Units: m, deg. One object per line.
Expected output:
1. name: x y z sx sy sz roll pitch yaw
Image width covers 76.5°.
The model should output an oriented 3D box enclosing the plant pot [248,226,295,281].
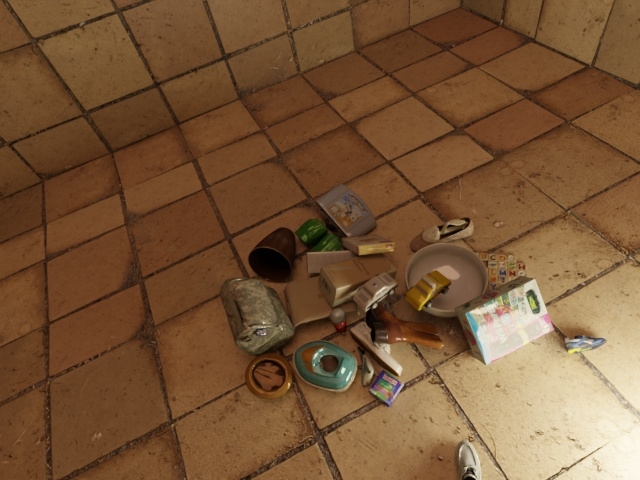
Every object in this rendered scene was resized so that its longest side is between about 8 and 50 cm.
1. plant pot: -0.209 0.044 1.978 0.215 0.215 0.230 4 39 15

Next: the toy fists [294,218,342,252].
1. toy fists: 0.000 0.000 2.021 0.142 0.096 0.279 -41 55 -4

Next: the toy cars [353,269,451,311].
1. toy cars: 0.324 0.187 1.623 0.393 0.087 0.176 -3 50 11

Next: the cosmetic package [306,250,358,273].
1. cosmetic package: 0.055 0.098 1.895 0.239 0.060 0.099 -2 89 -6

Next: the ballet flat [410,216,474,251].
1. ballet flat: 0.571 -0.041 1.919 0.316 0.106 0.107 -20 51 -3

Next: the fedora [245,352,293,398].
1. fedora: -0.204 0.551 1.634 0.194 0.079 0.194 -1 55 2

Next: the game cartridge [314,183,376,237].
1. game cartridge: 0.137 -0.145 2.062 0.198 0.062 0.297 -38 77 -13

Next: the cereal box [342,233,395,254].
1. cereal box: 0.217 0.016 1.879 0.173 0.047 0.240 -6 10 -14

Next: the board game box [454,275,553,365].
1. board game box: 0.697 0.300 1.545 0.303 0.224 0.097 -25 7 -6

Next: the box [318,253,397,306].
1. box: 0.161 0.163 1.777 0.311 0.121 0.148 -15 47 -25

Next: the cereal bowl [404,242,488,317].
1. cereal bowl: 0.527 0.183 1.727 0.339 0.141 0.339 -6 51 7

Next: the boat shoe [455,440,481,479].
1. boat shoe: 0.485 0.765 1.310 0.079 0.081 0.227 -3 52 10

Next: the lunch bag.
1. lunch bag: -0.284 0.315 1.696 0.212 0.256 0.305 -39 52 11

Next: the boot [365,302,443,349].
1. boot: 0.336 0.328 1.655 0.280 0.096 0.264 6 20 -7

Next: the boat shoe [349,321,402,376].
1. boat shoe: 0.235 0.422 1.628 0.096 0.098 0.277 -37 52 -17

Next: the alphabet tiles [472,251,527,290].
1. alphabet tiles: 0.781 0.140 1.791 0.237 0.009 0.198 4 53 16

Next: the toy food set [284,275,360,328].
1. toy food set: 0.002 0.274 1.818 0.306 0.092 0.220 -12 48 -6

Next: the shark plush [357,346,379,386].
1. shark plush: 0.169 0.493 1.618 0.067 0.073 0.161 -39 53 20

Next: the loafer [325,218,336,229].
1. loafer: 0.102 -0.147 2.131 0.078 0.076 0.223 18 62 18

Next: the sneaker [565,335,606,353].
1. sneaker: 0.994 0.380 1.525 0.144 0.053 0.059 -11 48 2

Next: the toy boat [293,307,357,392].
1. toy boat: 0.031 0.432 1.633 0.267 0.148 0.318 11 55 20

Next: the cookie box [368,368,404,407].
1. cookie box: 0.252 0.561 1.551 0.092 0.040 0.107 28 61 30
